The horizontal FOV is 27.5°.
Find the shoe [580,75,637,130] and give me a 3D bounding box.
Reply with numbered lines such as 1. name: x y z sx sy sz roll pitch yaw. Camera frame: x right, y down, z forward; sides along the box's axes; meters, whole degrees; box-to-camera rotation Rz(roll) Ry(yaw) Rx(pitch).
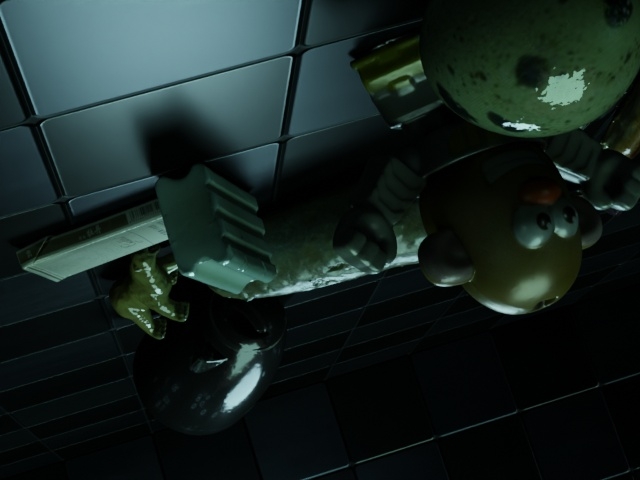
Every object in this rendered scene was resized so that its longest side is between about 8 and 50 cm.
1. shoe: 0.331 -0.186 1.526 0.099 0.071 0.169 -29 165 -34

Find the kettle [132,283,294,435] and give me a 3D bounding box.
1. kettle: -0.134 0.137 2.030 0.268 0.207 0.290 -45 177 -38

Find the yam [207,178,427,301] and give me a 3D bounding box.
1. yam: 0.000 0.000 1.722 0.330 0.133 0.133 -17 168 13

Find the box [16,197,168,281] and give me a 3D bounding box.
1. box: -0.251 -0.002 1.560 0.198 0.029 0.109 -20 167 7

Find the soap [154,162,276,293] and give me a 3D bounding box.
1. soap: -0.117 -0.009 1.516 0.066 0.119 0.198 -18 168 11

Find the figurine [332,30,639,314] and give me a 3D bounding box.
1. figurine: 0.167 -0.064 1.304 0.342 0.285 0.167 -16 169 -2

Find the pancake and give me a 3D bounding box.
1. pancake: 0.407 -0.204 1.449 0.266 0.057 0.244 -55 169 31

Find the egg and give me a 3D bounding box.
1. egg: 0.170 -0.173 1.103 0.177 0.177 0.228 -11 -179 -30

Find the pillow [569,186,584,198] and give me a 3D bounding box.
1. pillow: 0.408 -0.037 2.296 0.135 0.049 0.248 -11 162 -31

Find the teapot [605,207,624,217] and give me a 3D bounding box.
1. teapot: 0.528 -0.078 2.297 0.068 0.045 0.100 -37 163 -37

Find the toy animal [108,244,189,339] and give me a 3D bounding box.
1. toy animal: -0.229 0.059 1.758 0.101 0.103 0.218 13 161 -19
